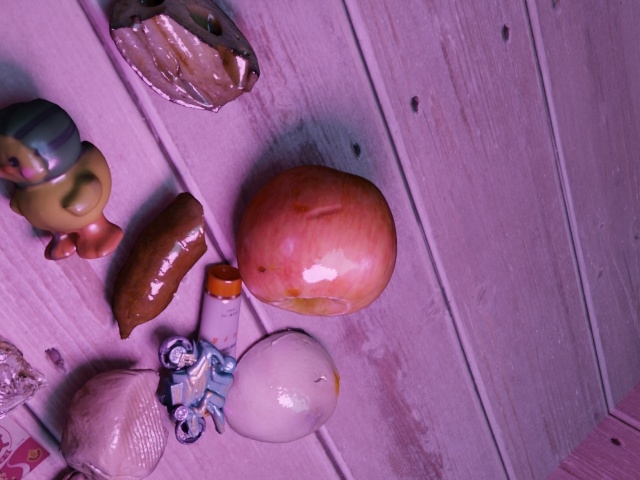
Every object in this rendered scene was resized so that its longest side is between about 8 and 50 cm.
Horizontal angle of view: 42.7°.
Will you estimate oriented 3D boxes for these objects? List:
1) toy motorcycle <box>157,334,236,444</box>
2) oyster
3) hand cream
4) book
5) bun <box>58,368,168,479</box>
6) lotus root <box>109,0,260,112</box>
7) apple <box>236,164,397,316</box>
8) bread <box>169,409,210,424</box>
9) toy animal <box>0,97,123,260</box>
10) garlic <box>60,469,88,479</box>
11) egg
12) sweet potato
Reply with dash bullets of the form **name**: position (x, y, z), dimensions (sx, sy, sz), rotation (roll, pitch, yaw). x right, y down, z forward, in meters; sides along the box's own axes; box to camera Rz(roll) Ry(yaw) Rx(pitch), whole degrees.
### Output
- **toy motorcycle**: position (-0.297, 0.354, 2.007), dimensions (0.198, 0.109, 0.297), rotation (-12, 111, -29)
- **oyster**: position (-0.715, 0.288, 1.717), dimensions (0.268, 0.112, 0.198), rotation (51, 55, -32)
- **hand cream**: position (-0.261, 0.215, 2.051), dimensions (0.139, 0.089, 0.314), rotation (-16, 128, -38)
- **book**: position (-0.735, 0.470, 1.826), dimensions (0.162, 0.022, 0.232), rotation (-42, 130, -16)
- **bun**: position (-0.483, 0.428, 1.874), dimensions (0.281, 0.204, 0.282), rotation (-6, 90, -71)
- **lotus root**: position (-0.287, -0.418, 1.724), dimensions (0.210, 0.142, 0.314), rotation (-26, 139, 19)
- **apple**: position (0.000, 0.000, 1.970), dimensions (0.391, 0.391, 0.347), rotation (25, 66, -42)
- **bread**: position (-0.320, 0.432, 2.102), dimensions (0.132, 0.074, 0.053), rotation (-19, 104, -32)
- **toy animal**: position (-0.522, -0.130, 1.624), dimensions (0.191, 0.216, 0.338), rotation (-57, 135, -41)
- **garlic**: position (-0.562, 0.586, 1.959), dimensions (0.131, 0.127, 0.194), rotation (93, 16, -77)
- **egg**: position (-0.081, 0.421, 2.198), dimensions (0.337, 0.201, 0.337), rotation (-15, 117, -33)
- **sweet potato**: position (-0.373, 0.062, 1.848), dimensions (0.158, 0.158, 0.370), rotation (36, 90, -42)
